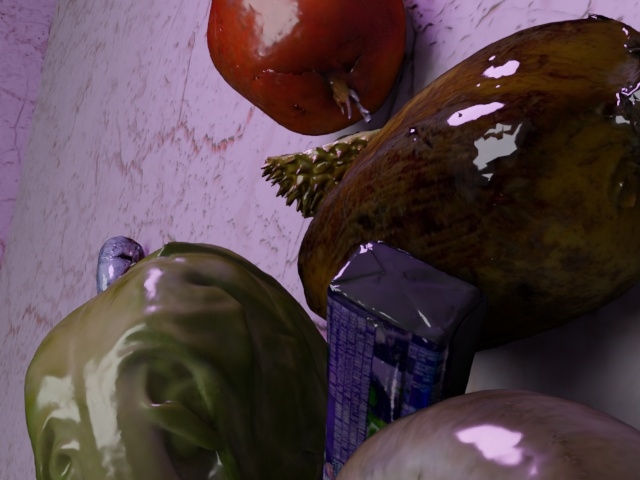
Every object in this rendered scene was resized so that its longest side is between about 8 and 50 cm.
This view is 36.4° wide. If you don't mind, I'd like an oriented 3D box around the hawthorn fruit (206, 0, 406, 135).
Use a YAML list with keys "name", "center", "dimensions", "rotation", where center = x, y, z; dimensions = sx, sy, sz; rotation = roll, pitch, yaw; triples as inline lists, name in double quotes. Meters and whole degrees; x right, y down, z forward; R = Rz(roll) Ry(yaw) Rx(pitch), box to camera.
- name: "hawthorn fruit"
  center: [-0.002, -0.202, 0.999]
  dimensions: [0.211, 0.211, 0.299]
  rotation: [-58, 42, 30]

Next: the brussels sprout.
- name: "brussels sprout"
  center: [-0.117, 0.156, 0.893]
  dimensions: [0.247, 0.328, 0.327]
  rotation: [-34, 47, 51]

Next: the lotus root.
- name: "lotus root"
  center: [0.113, -0.029, 0.687]
  dimensions: [0.397, 0.179, 0.195]
  rotation: [-30, 38, 57]

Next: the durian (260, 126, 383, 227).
- name: "durian"
  center: [0.039, -0.061, 0.976]
  dimensions: [0.139, 0.144, 0.252]
  rotation: [-42, 10, -20]

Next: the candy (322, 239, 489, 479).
- name: "candy"
  center: [0.049, 0.132, 0.692]
  dimensions: [0.061, 0.088, 0.312]
  rotation: [-45, -27, -35]

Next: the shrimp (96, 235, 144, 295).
- name: "shrimp"
  center: [-0.332, 0.100, 1.604]
  dimensions: [0.090, 0.079, 0.232]
  rotation: [-41, 46, 54]

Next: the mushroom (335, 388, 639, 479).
- name: "mushroom"
  center: [0.082, 0.251, 0.511]
  dimensions: [0.352, 0.261, 0.352]
  rotation: [-52, 26, 40]
